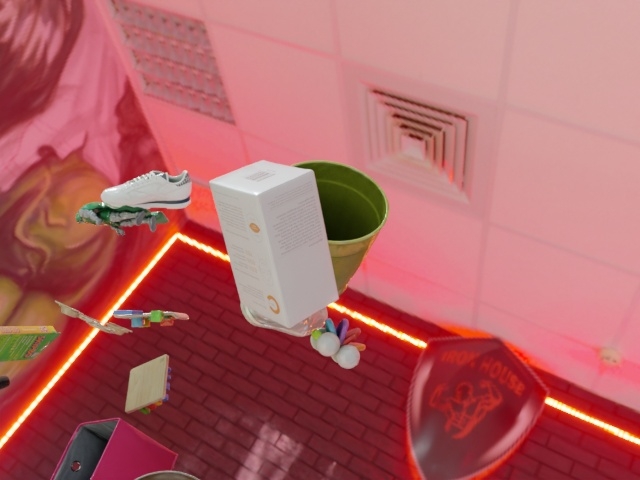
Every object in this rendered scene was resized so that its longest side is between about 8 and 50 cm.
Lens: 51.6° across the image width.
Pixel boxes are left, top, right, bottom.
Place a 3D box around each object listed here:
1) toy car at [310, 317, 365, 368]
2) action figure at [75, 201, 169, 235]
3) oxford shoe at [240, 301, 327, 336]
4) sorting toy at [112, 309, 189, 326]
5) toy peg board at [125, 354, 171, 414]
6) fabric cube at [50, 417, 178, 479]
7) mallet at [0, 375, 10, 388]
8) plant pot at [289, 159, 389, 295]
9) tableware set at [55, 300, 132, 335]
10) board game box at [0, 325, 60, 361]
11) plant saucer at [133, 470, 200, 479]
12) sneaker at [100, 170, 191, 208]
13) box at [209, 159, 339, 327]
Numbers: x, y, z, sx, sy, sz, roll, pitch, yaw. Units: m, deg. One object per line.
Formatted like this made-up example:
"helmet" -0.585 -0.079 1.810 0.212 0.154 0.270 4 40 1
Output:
"toy car" 0.062 0.320 2.129 0.182 0.136 0.159 33 -6 -9
"action figure" -0.485 -0.052 1.539 0.232 0.064 0.137 3 -17 31
"oxford shoe" -0.089 0.232 2.277 0.130 0.169 0.449 -32 -25 24
"sorting toy" -0.517 0.243 2.034 0.195 0.047 0.348 0 -8 1
"toy peg board" -0.554 0.488 2.203 0.160 0.161 0.079 -25 -45 20
"fabric cube" -0.674 0.755 2.146 0.259 0.254 0.258 -18 -49 39
"mallet" -1.013 0.504 2.074 0.039 0.062 0.190 31 -60 26
"plant pot" 0.000 0.000 2.092 0.366 0.366 0.353 27 -44 15
"tableware set" -0.489 0.174 1.436 0.141 0.020 0.169 21 -11 9
"board game box" -0.843 0.284 1.818 0.039 0.124 0.259 52 10 20
"plant saucer" -0.372 0.709 1.564 0.310 0.311 0.050 34 -27 1
"sneaker" -0.461 -0.139 1.756 0.090 0.235 0.095 -118 -152 -51
"box" -0.110 0.003 1.610 0.215 0.168 0.345 19 -52 48
